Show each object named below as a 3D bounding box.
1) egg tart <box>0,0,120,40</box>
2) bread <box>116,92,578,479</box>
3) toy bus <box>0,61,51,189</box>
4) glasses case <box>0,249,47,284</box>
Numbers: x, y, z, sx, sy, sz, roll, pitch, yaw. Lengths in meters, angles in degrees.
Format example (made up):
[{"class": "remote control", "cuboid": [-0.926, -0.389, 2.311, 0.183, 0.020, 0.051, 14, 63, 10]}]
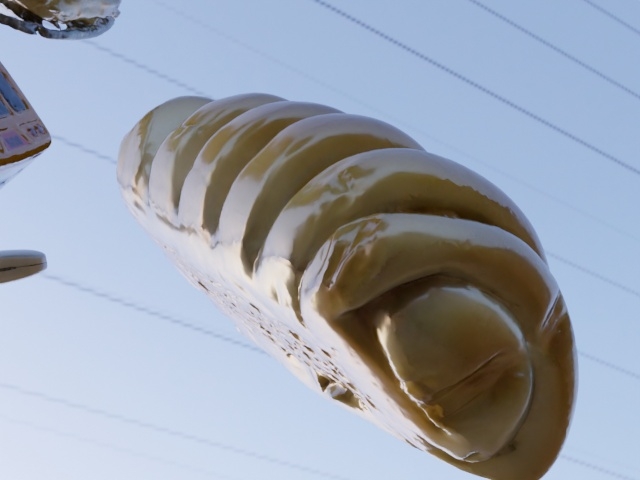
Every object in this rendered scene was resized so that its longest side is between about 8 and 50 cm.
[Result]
[{"class": "egg tart", "cuboid": [-0.219, -0.203, 0.602, 0.094, 0.234, 0.234, -38, -54, 23]}, {"class": "bread", "cuboid": [0.000, 0.000, 0.544, 0.121, 0.311, 0.173, -46, -53, -13]}, {"class": "toy bus", "cuboid": [-0.211, -0.011, 0.421, 0.194, 0.083, 0.088, -35, -85, 17]}, {"class": "glasses case", "cuboid": [-0.209, 0.019, 0.615, 0.083, 0.032, 0.021, -10, -82, -27]}]
